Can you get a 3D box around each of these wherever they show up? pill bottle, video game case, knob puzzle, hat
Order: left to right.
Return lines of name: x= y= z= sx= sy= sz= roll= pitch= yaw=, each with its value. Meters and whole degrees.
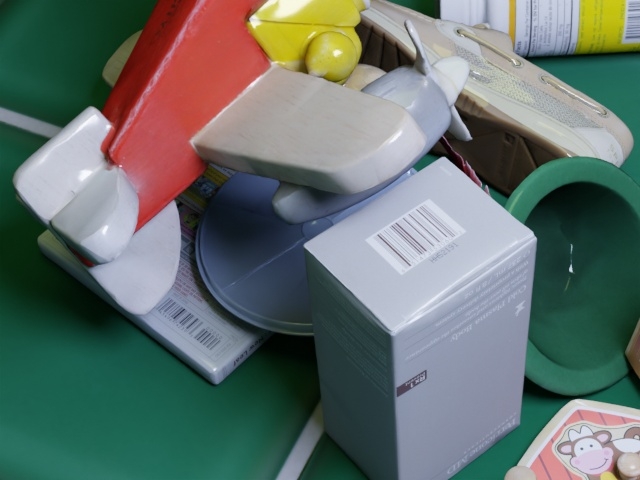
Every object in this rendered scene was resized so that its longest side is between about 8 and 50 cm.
video game case: x=-0.095 y=-0.001 z=1.249 sx=0.212 sy=0.023 sz=0.193 roll=34 pitch=61 yaw=27
hat: x=0.159 y=0.016 z=1.213 sx=0.173 sy=0.183 sz=0.209 roll=22 pitch=78 yaw=-27
pill bottle: x=0.212 y=-0.225 z=1.349 sx=0.214 sy=0.117 sz=0.117 roll=-2 pitch=51 yaw=1
knob puzzle: x=0.221 y=0.189 z=1.072 sx=0.213 sy=0.030 sz=0.213 roll=-2 pitch=51 yaw=3

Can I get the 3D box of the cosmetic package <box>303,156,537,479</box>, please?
cosmetic package: x=0.070 y=0.071 z=1.046 sx=0.127 sy=0.238 sz=0.107 roll=-34 pitch=54 yaw=-18

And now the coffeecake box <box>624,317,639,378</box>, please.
coffeecake box: x=0.332 y=0.044 z=1.098 sx=0.185 sy=0.142 sz=0.068 roll=-18 pitch=58 yaw=-16

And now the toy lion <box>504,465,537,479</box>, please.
toy lion: x=0.117 y=0.217 z=1.047 sx=0.100 sy=0.034 sz=0.096 roll=-20 pitch=56 yaw=8

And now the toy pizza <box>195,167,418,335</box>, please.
toy pizza: x=0.000 y=0.000 z=1.203 sx=0.201 sy=0.032 sz=0.201 roll=-4 pitch=50 yaw=5

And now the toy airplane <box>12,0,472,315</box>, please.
toy airplane: x=-0.052 y=-0.110 z=1.134 sx=0.272 sy=0.384 sz=0.386 roll=27 pitch=44 yaw=-31

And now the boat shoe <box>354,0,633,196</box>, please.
boat shoe: x=0.126 y=-0.134 z=1.293 sx=0.302 sy=0.109 sz=0.098 roll=33 pitch=55 yaw=20
